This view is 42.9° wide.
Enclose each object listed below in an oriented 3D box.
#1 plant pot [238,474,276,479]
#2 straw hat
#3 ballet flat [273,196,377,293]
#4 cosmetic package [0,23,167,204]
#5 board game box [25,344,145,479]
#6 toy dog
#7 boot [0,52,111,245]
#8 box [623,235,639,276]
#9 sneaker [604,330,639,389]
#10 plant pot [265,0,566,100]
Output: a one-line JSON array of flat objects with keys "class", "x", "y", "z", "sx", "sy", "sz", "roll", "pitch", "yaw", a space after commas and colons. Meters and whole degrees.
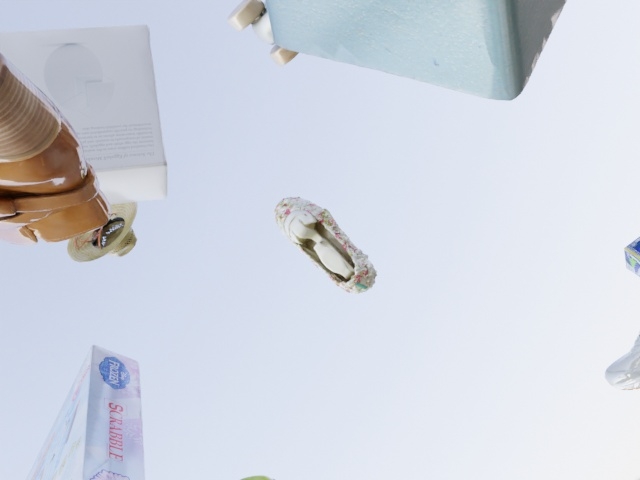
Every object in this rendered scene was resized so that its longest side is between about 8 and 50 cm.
[{"class": "plant pot", "x": -0.050, "y": 0.460, "z": 1.092, "sx": 0.207, "sy": 0.228, "sz": 0.227, "roll": -53, "pitch": -41, "yaw": -13}, {"class": "straw hat", "x": -0.331, "y": -0.006, "z": 1.308, "sx": 0.144, "sy": 0.144, "sz": 0.061, "roll": -51, "pitch": -48, "yaw": -11}, {"class": "ballet flat", "x": 0.000, "y": 0.000, "z": 1.406, "sx": 0.091, "sy": 0.241, "sz": 0.077, "roll": -55, "pitch": -23, "yaw": 12}, {"class": "cosmetic package", "x": -0.344, "y": -0.171, "z": 1.166, "sx": 0.224, "sy": 0.224, "sz": 0.138, "roll": -6, "pitch": -19, "yaw": -13}, {"class": "board game box", "x": -0.280, "y": 0.317, "z": 0.852, "sx": 0.066, "sy": 0.318, "sz": 0.318, "roll": 24, "pitch": -79, "yaw": -20}, {"class": "toy dog", "x": -0.028, "y": -0.511, "z": 1.691, "sx": 0.160, "sy": 0.334, "sz": 0.220, "roll": -79, "pitch": -31, "yaw": -47}, {"class": "boot", "x": -0.340, "y": -0.077, "z": 0.716, "sx": 0.220, "sy": 0.284, "sz": 0.108, "roll": 70, "pitch": -161, "yaw": -61}, {"class": "box", "x": 0.561, "y": 0.054, "z": 1.282, "sx": 0.059, "sy": 0.169, "sz": 0.054, "roll": -34, "pitch": -47, "yaw": -10}, {"class": "sneaker", "x": 0.588, "y": 0.154, "z": 1.412, "sx": 0.262, "sy": 0.121, "sz": 0.099, "roll": -43, "pitch": -2, "yaw": 27}, {"class": "plant pot", "x": 0.086, "y": -0.310, "z": 0.669, "sx": 0.247, "sy": 0.248, "sz": 0.252, "roll": -60, "pitch": -26, "yaw": -21}]
